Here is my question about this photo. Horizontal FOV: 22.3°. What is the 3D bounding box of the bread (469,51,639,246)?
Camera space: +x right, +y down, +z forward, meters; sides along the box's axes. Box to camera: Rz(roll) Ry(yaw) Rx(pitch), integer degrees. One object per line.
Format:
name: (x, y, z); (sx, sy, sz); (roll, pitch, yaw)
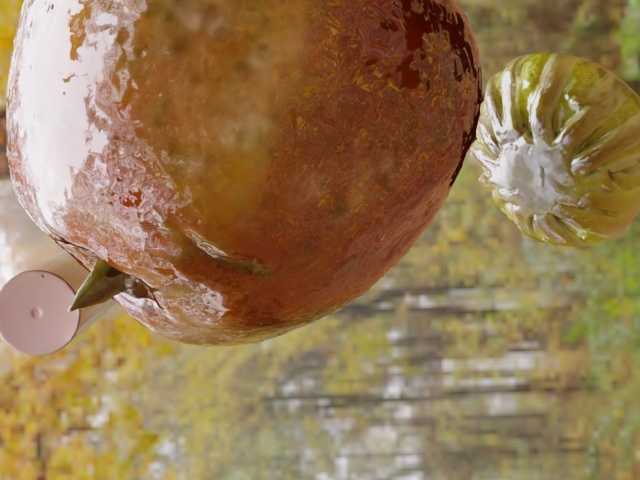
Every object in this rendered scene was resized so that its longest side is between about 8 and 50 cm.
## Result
bread: (0.235, -0.086, 1.623); (0.105, 0.213, 0.213); (-42, -43, -36)

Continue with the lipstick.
lipstick: (-0.272, 0.057, 1.735); (0.327, 0.087, 0.087); (-76, -17, -86)

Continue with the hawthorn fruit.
hawthorn fruit: (-0.086, -0.095, 1.331); (0.403, 0.403, 0.402); (-3, -90, -80)
